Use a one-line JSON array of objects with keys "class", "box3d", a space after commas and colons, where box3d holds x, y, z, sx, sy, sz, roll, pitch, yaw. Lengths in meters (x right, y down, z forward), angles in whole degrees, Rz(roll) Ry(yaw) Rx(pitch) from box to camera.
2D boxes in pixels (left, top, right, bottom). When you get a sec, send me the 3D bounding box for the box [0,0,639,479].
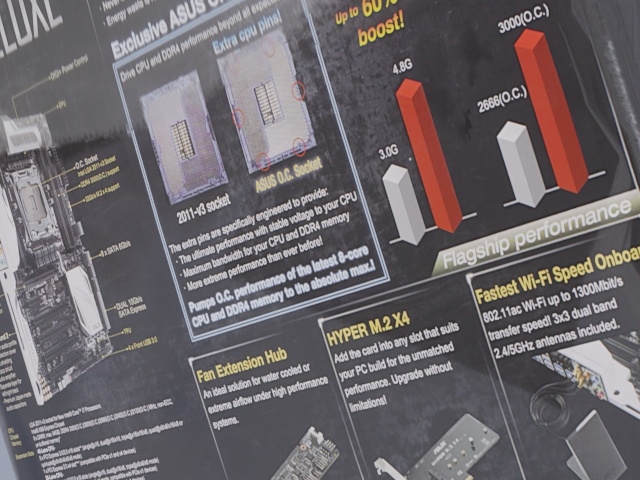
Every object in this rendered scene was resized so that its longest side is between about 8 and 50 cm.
[{"class": "box", "box3d": [0.000, 0.000, 0.545, 0.076, 0.307, 0.242, -15, -93, -42]}]
